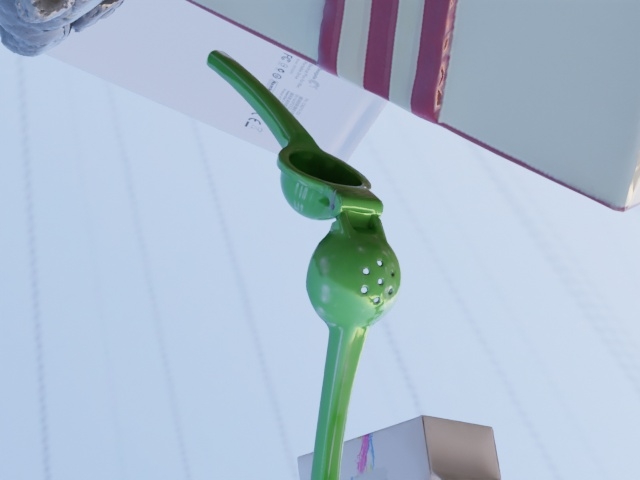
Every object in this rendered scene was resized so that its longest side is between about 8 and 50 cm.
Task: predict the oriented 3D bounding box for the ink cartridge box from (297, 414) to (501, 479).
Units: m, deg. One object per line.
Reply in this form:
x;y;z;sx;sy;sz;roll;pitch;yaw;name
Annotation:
0.069;0.189;1.407;0.092;0.143;0.090;14;-119;-48;ink cartridge box

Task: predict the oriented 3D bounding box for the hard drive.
-0.095;-0.167;1.643;0.307;0.203;0.040;24;-118;-6;hard drive

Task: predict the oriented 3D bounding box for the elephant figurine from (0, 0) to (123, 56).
-0.206;-0.248;1.203;0.169;0.186;0.239;-36;-87;-27;elephant figurine

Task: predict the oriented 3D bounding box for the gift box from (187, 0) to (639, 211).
0.101;-0.181;0.652;0.255;0.258;0.276;26;-148;29;gift box

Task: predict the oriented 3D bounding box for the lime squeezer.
0.000;0.000;1.079;0.058;0.110;0.310;-4;-115;-21;lime squeezer
